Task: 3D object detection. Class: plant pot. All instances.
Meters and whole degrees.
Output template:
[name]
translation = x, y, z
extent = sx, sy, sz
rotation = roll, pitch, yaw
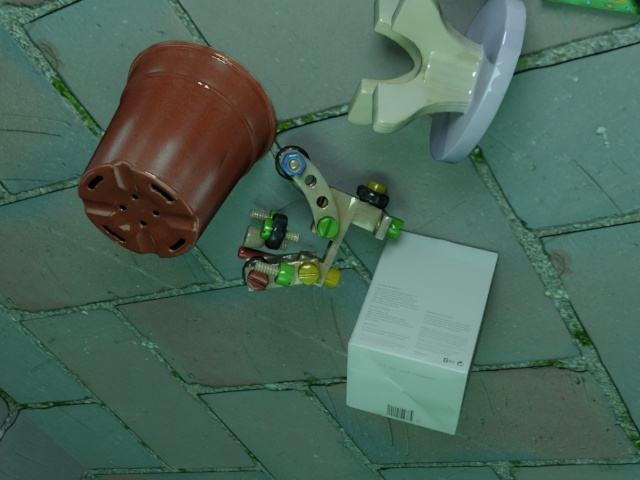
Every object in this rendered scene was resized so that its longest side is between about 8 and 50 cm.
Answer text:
[plant pot]
translation = -0.242, -0.132, 1.560
extent = 0.272, 0.265, 0.272
rotation = 14, 140, 12

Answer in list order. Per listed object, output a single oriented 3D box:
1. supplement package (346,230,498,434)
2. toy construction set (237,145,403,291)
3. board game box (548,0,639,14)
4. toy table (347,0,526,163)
[supplement package]
translation = 0.177, 0.156, 1.686
extent = 0.199, 0.263, 0.198
rotation = 13, 140, 12
[toy construction set]
translation = 0.000, 0.000, 1.661
extent = 0.237, 0.258, 0.309
rotation = 16, 162, -11
[board game box]
translation = 0.411, -0.341, 1.202
extent = 0.259, 0.030, 0.136
rotation = 13, 142, 12
[toy table]
translation = 0.147, -0.226, 1.308
extent = 0.160, 0.252, 0.274
rotation = 12, 132, -12
